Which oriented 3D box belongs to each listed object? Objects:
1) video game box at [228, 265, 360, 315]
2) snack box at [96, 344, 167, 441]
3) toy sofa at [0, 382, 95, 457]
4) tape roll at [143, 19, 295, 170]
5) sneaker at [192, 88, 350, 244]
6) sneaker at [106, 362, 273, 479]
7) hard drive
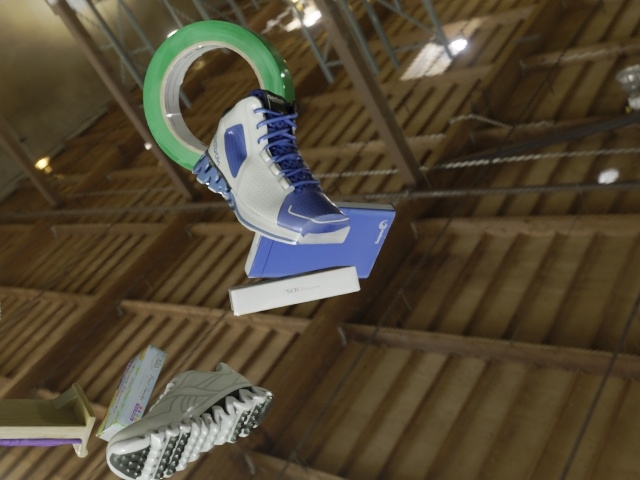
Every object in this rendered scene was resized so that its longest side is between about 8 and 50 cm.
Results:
[{"bbox_3d":[-0.052,0.082,1.300,0.205,0.048,0.187,-11,-178,-9],"label":"video game box"},{"bbox_3d":[-0.305,0.249,1.245,0.100,0.037,0.141,-35,-149,47],"label":"snack box"},{"bbox_3d":[-0.723,0.437,1.772,0.150,0.363,0.177,37,-70,49],"label":"toy sofa"},{"bbox_3d":[-0.217,-0.302,1.643,0.321,0.321,0.077,-20,-177,19],"label":"tape roll"},{"bbox_3d":[-0.079,-0.130,1.191,0.128,0.182,0.315,-3,-150,-44],"label":"sneaker"},{"bbox_3d":[-0.202,0.258,1.127,0.118,0.110,0.292,42,-152,24],"label":"sneaker"},{"bbox_3d":[0.000,0.000,1.813,0.319,0.210,0.040,2,-143,-27],"label":"hard drive"}]
